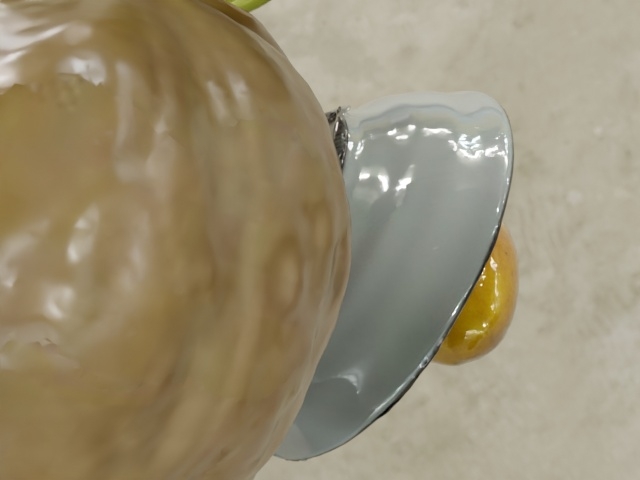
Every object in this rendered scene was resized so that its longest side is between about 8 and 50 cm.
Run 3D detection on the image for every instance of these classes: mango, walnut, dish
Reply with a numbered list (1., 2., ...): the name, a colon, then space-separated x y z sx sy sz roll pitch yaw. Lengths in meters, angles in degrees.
1. mango: 0.098 0.033 1.165 0.141 0.102 0.217 -44 21 6
2. walnut: -0.152 0.024 0.622 0.306 0.306 0.344 56 130 43
3. dish: 0.000 0.000 1.047 0.316 0.106 0.316 -46 24 28

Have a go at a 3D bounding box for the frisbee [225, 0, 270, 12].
1. frisbee: -0.099 -0.260 0.975 0.236 0.236 0.017 -24 19 9
